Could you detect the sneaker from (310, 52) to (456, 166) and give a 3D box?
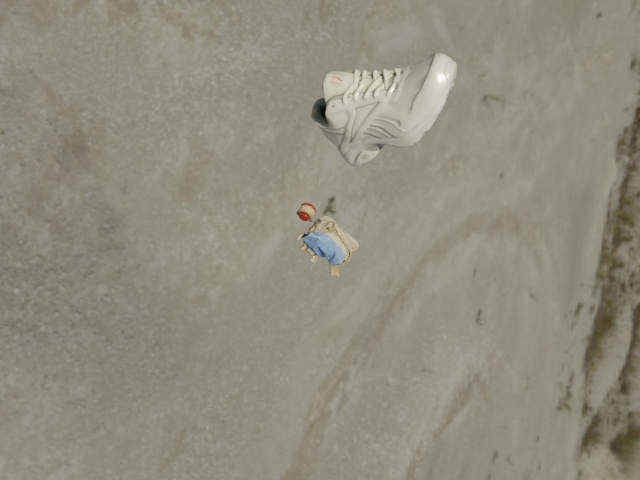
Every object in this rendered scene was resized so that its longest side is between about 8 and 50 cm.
[{"bbox_3d":[0.060,-0.163,0.817,0.115,0.232,0.090,33,61,-20],"label":"sneaker"}]

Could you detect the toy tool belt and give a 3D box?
[{"bbox_3d":[0.000,0.000,0.798,0.083,0.052,0.051,40,60,-13],"label":"toy tool belt"}]
